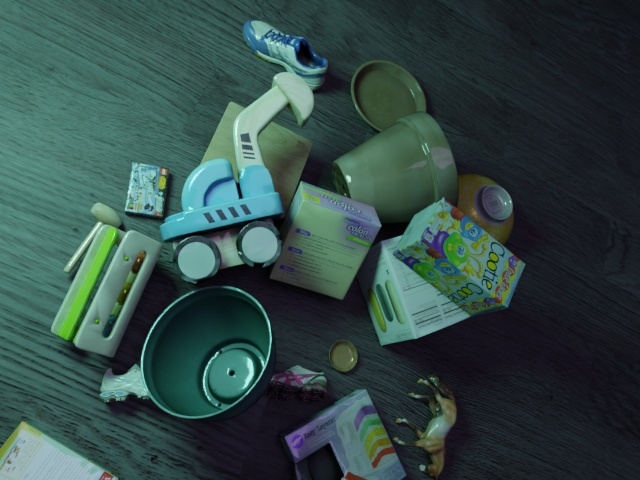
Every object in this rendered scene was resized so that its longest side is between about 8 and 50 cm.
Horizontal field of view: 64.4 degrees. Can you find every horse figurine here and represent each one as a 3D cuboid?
[{"bbox_3d":[0.305,0.496,1.398,0.174,0.066,0.263,31,68,-3],"label":"horse figurine"}]

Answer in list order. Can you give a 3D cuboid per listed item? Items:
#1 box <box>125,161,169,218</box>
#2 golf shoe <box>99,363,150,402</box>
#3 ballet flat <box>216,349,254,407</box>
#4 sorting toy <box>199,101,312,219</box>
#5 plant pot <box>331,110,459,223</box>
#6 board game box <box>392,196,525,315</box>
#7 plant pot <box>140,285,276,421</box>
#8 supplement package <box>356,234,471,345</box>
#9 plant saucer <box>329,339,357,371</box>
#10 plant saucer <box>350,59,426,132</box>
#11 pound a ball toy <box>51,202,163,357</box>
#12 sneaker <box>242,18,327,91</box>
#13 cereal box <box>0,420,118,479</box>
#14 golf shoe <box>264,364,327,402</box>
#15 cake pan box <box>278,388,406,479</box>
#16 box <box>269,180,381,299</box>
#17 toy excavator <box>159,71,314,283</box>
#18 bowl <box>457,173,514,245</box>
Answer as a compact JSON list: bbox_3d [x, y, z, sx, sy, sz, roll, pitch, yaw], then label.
[{"bbox_3d":[-0.449,-0.129,1.320,0.093,0.027,0.137,8,71,-17],"label":"box"},{"bbox_3d":[-0.412,0.327,1.174,0.176,0.069,0.086,4,66,-21],"label":"golf shoe"},{"bbox_3d":[-0.200,0.350,1.263,0.052,0.057,0.168,48,64,-33],"label":"ballet flat"},{"bbox_3d":[-0.187,-0.209,1.413,0.257,0.089,0.256,25,67,-13],"label":"sorting toy"},{"bbox_3d":[0.194,-0.173,1.455,0.280,0.323,0.324,-18,81,-9],"label":"plant pot"},{"bbox_3d":[0.349,0.047,1.288,0.275,0.142,0.144,37,63,-8],"label":"board game box"},{"bbox_3d":[-0.226,0.278,1.156,0.292,0.196,0.293,-6,56,9],"label":"plant pot"},{"bbox_3d":[0.246,0.128,1.413,0.197,0.199,0.263,-15,80,-25],"label":"supplement package"},{"bbox_3d":[0.060,0.314,1.386,0.083,0.015,0.084,6,72,-20],"label":"plant saucer"},{"bbox_3d":[0.222,-0.465,1.678,0.277,0.041,0.278,6,72,-20],"label":"plant saucer"},{"bbox_3d":[-0.492,0.086,1.186,0.135,0.208,0.320,37,69,-48],"label":"pound a ball toy"},{"bbox_3d":[-0.098,-0.590,1.544,0.296,0.131,0.112,34,67,-7],"label":"sneaker"},{"bbox_3d":[-0.574,0.516,1.060,0.240,0.047,0.173,36,65,-8],"label":"cereal box"},{"bbox_3d":[-0.075,0.361,1.301,0.185,0.068,0.086,10,39,-13],"label":"golf shoe"},{"bbox_3d":[0.052,0.546,1.284,0.266,0.070,0.246,-21,80,-25],"label":"cake pan box"},{"bbox_3d":[0.005,0.003,1.330,0.213,0.243,0.117,18,27,-15],"label":"box"},{"bbox_3d":[-0.190,-0.153,1.231,0.432,0.222,0.446,-14,91,-10],"label":"toy excavator"},{"bbox_3d":[0.512,-0.095,1.612,0.289,0.156,0.290,6,72,-20],"label":"bowl"}]
